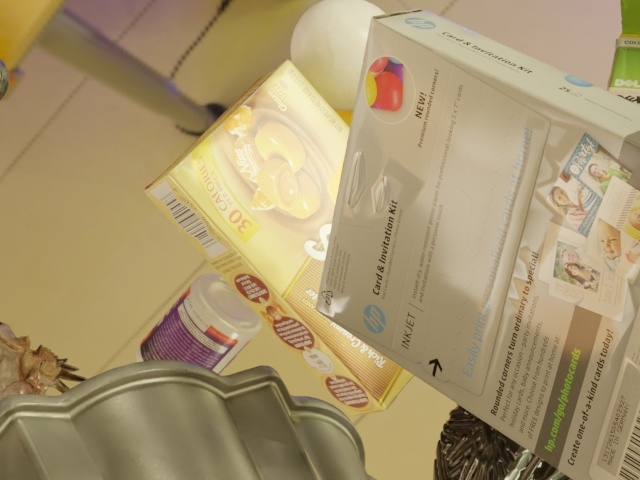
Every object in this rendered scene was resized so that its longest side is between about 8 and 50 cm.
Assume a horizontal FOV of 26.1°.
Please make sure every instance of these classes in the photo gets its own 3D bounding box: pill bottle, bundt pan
[{"bbox_3d":[-0.175,0.144,1.821,0.108,0.108,0.193,46,114,8],"label":"pill bottle"},{"bbox_3d":[-0.086,0.223,0.644,0.124,0.331,0.331,49,118,47],"label":"bundt pan"}]

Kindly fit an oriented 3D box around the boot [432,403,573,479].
[{"bbox_3d":[0.282,0.196,1.340,0.260,0.131,0.348,12,135,-19],"label":"boot"}]

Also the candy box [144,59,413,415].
[{"bbox_3d":[0.000,0.000,1.385,0.316,0.183,0.087,48,155,-10],"label":"candy box"}]

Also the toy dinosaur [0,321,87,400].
[{"bbox_3d":[-0.350,0.236,1.634,0.127,0.200,0.295,0,84,2],"label":"toy dinosaur"}]

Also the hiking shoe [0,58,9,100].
[{"bbox_3d":[-0.388,-0.161,1.506,0.227,0.114,0.086,-3,77,46],"label":"hiking shoe"}]

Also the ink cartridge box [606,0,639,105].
[{"bbox_3d":[0.411,-0.191,1.514,0.189,0.097,0.255,6,146,19],"label":"ink cartridge box"}]

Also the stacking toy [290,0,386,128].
[{"bbox_3d":[0.088,-0.122,1.588,0.351,0.480,0.350,-12,62,23],"label":"stacking toy"}]

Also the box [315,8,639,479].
[{"bbox_3d":[0.084,0.006,0.561,0.186,0.038,0.145,30,123,35],"label":"box"}]
